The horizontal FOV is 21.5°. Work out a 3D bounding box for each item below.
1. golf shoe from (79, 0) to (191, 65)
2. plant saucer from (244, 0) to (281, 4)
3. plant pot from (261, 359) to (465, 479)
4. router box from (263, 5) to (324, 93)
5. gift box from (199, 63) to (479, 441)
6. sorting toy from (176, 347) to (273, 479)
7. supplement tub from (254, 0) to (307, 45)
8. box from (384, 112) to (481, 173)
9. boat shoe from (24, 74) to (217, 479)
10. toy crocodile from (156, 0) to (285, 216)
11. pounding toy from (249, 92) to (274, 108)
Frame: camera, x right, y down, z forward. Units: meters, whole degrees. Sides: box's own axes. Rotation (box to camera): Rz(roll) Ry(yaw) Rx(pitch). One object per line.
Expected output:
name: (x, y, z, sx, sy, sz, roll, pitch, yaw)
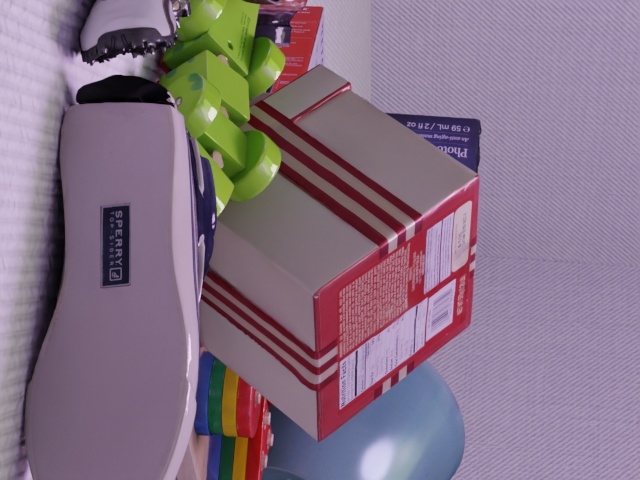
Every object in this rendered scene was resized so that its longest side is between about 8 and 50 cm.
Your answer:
golf shoe: (-0.149, -0.192, 1.289, 0.198, 0.077, 0.094, -90, 171, -70)
plant saucer: (-0.094, -0.287, 1.579, 0.168, 0.029, 0.168, 54, 15, -22)
plant pot: (0.002, 0.281, 2.090, 0.235, 0.293, 0.293, -52, 149, -49)
router box: (-0.051, -0.095, 2.208, 0.301, 0.082, 0.335, -78, 170, -54)
gift box: (0.000, 0.000, 1.664, 0.276, 0.258, 0.255, -33, 144, -33)
sorting toy: (-0.098, 0.153, 1.879, 0.257, 0.089, 0.255, 86, 10, -56)
supplement tub: (-0.063, -0.313, 1.839, 0.106, 0.106, 0.197, -45, 138, -81)
box: (0.093, -0.036, 2.614, 0.183, 0.296, 0.294, 75, 19, -74)
boat shoe: (-0.131, 0.060, 1.267, 0.158, 0.127, 0.340, 51, 42, -71)
toy crocodile: (-0.108, -0.135, 1.549, 0.115, 0.105, 0.340, 42, 35, -36)
pounding toy: (-0.050, -0.075, 1.879, 0.269, 0.154, 0.154, 28, 66, -83)
